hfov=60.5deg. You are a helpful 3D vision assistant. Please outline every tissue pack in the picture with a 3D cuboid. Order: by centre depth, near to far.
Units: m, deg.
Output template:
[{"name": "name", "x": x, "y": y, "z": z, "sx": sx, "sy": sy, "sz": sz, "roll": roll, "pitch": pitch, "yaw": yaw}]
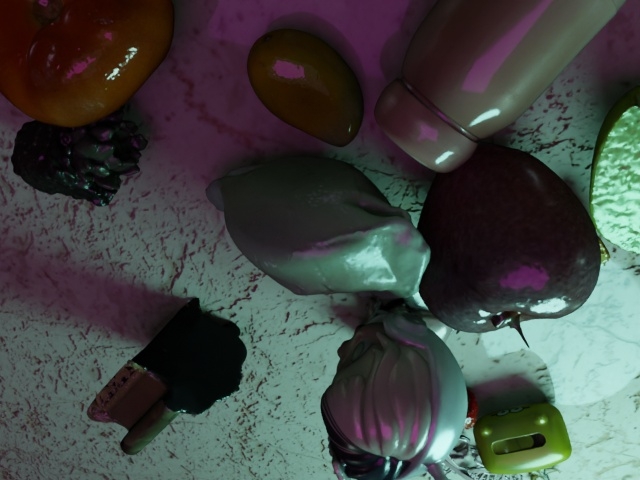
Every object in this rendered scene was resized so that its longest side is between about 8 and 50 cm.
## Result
[{"name": "tissue pack", "x": 0.398, "y": 0.395, "z": 1.092, "sx": 0.178, "sy": 0.123, "sz": 0.127, "roll": -21, "pitch": 158, "yaw": 21}]

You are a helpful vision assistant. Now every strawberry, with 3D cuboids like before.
[{"name": "strawberry", "x": 0.271, "y": 0.340, "z": 1.112, "sx": 0.106, "sy": 0.106, "sz": 0.106, "roll": 4, "pitch": 124, "yaw": 6}]

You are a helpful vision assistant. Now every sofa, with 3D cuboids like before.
[{"name": "sofa", "x": -0.274, "y": 0.268, "z": 1.042, "sx": 0.182, "sy": 0.258, "sz": 0.200, "roll": 44, "pitch": 119, "yaw": -5}]

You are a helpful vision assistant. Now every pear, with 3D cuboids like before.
[{"name": "pear", "x": 0.499, "y": -0.090, "z": 0.758, "sx": 0.287, "sy": 0.139, "sz": 0.239, "roll": 10, "pitch": 127, "yaw": 4}]

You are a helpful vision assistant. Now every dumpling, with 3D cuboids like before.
[{"name": "dumpling", "x": 0.004, "y": -0.021, "z": 0.829, "sx": 0.270, "sy": 0.321, "sz": 0.212, "roll": 20, "pitch": 113, "yaw": -42}]

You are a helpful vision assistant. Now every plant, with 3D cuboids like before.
[{"name": "plant", "x": -0.367, "y": -0.130, "z": 0.848, "sx": 0.194, "sy": 0.132, "sz": 0.129, "roll": 1, "pitch": 161, "yaw": 23}]

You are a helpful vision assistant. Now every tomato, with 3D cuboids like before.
[{"name": "tomato", "x": -0.317, "y": -0.280, "z": 0.709, "sx": 0.259, "sy": 0.180, "sz": 0.260, "roll": 0, "pitch": 95, "yaw": 3}]

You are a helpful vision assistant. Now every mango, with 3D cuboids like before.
[{"name": "mango", "x": -0.015, "y": -0.212, "z": 0.777, "sx": 0.130, "sy": 0.092, "sz": 0.195, "roll": -29, "pitch": 120, "yaw": 23}]

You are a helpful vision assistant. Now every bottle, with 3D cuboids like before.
[{"name": "bottle", "x": 0.200, "y": -0.230, "z": 0.682, "sx": 0.173, "sy": 0.206, "sz": 0.297, "roll": 32, "pitch": 113, "yaw": -13}]

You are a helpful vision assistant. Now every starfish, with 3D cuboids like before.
[{"name": "starfish", "x": 0.499, "y": 0.525, "z": 1.239, "sx": 0.078, "sy": 0.028, "sz": 0.091, "roll": 6, "pitch": 122, "yaw": -3}]

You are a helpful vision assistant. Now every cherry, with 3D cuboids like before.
[{"name": "cherry", "x": 0.252, "y": 0.002, "z": 0.790, "sx": 0.261, "sy": 0.221, "sz": 0.308, "roll": -25, "pitch": 74, "yaw": 44}]

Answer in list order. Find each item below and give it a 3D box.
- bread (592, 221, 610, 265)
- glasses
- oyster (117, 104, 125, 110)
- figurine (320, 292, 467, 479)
[{"name": "bread", "x": 0.373, "y": 0.031, "z": 0.903, "sx": 0.103, "sy": 0.065, "sz": 0.187, "roll": 37, "pitch": 120, "yaw": -18}, {"name": "glasses", "x": 0.340, "y": 0.519, "z": 1.221, "sx": 0.255, "sy": 0.095, "sz": 0.162, "roll": 14, "pitch": 133, "yaw": 1}, {"name": "oyster", "x": -0.344, "y": -0.250, "z": 0.837, "sx": 0.086, "sy": 0.029, "sz": 0.132, "roll": 3, "pitch": 121, "yaw": -1}, {"name": "figurine", "x": 0.131, "y": 0.203, "z": 0.881, "sx": 0.210, "sy": 0.361, "sz": 0.253, "roll": 12, "pitch": 126, "yaw": 12}]
